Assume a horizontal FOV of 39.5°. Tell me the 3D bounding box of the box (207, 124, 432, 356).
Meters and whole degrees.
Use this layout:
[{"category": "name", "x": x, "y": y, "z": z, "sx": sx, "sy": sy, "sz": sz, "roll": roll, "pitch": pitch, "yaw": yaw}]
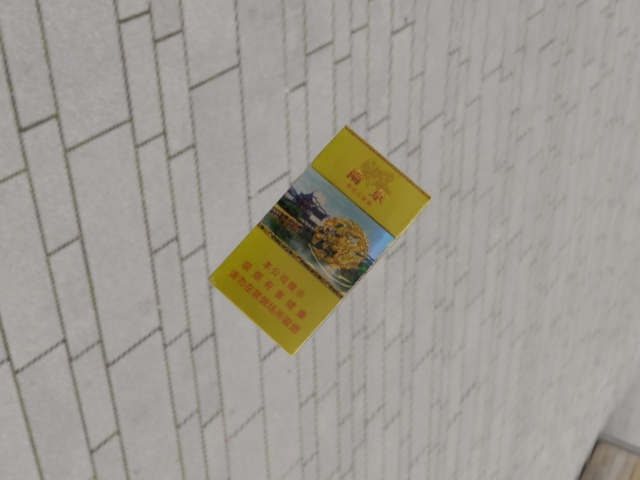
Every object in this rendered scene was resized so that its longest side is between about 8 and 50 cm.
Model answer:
[{"category": "box", "x": 0.000, "y": 0.000, "z": 0.657, "sx": 0.155, "sy": 0.087, "sz": 0.023, "roll": -49, "pitch": 170, "yaw": -4}]
